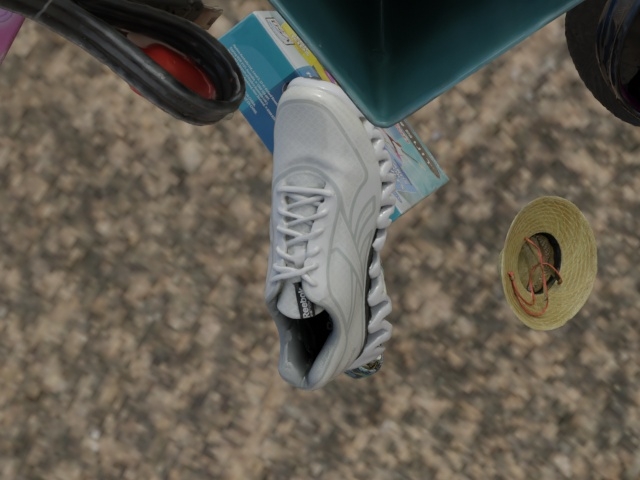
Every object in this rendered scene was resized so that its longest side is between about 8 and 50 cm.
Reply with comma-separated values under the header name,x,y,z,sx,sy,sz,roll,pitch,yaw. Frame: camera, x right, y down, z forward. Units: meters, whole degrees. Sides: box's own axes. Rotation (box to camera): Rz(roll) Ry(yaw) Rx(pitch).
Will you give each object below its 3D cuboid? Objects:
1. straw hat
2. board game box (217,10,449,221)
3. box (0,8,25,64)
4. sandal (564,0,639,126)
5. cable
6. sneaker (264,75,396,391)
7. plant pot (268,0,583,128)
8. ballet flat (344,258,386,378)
name,x,y,z,sx,sy,sz,roll,pitch,yaw
straw hat,0.222,0.024,1.758,0.061,0.144,0.144,-3,63,54
board game box,0.016,-0.130,1.818,0.079,0.336,0.254,-36,89,15
box,-0.288,-0.164,1.000,0.243,0.213,0.117,-57,17,21
sandal,0.299,-0.178,1.315,0.167,0.446,0.107,35,69,-3
cable,-0.151,-0.124,0.948,0.072,0.287,0.139,-45,58,30
sneaker,0.000,0.000,1.482,0.110,0.292,0.118,8,27,30
plant pot,0.045,-0.209,0.859,0.166,0.165,0.234,-33,25,18
ballet flat,0.062,0.088,2.178,0.070,0.070,0.188,1,92,35
